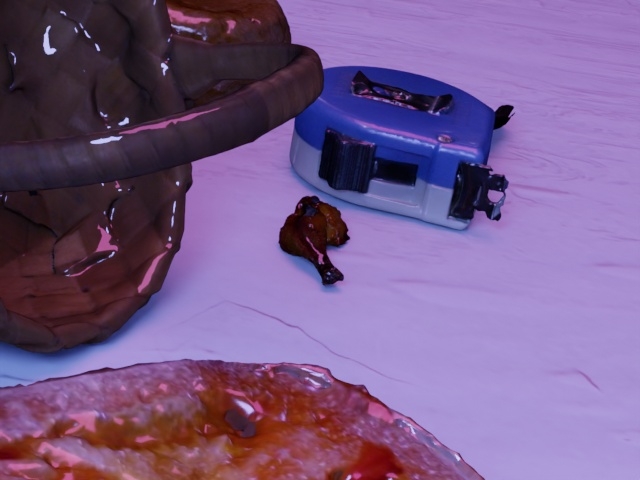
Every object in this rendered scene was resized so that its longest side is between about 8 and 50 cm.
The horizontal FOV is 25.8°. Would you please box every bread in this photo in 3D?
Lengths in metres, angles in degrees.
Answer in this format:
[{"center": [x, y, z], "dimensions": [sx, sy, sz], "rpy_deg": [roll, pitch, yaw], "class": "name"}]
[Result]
[{"center": [-0.143, -0.216, 1.502], "dimensions": [0.230, 0.123, 0.230], "rpy_deg": [13, 21, -5], "class": "bread"}]

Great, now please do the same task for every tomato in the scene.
[{"center": [-0.047, 0.197, 0.616], "dimensions": [0.338, 0.143, 0.338], "rpy_deg": [11, 27, -6], "class": "tomato"}]

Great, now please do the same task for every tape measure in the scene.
[{"center": [0.093, -0.126, 1.433], "dimensions": [0.215, 0.098, 0.351], "rpy_deg": [13, 22, 5], "class": "tape measure"}]

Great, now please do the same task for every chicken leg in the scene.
[{"center": [-0.005, -0.002, 1.202], "dimensions": [0.062, 0.037, 0.145], "rpy_deg": [23, 22, -4], "class": "chicken leg"}]

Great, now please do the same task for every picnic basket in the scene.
[{"center": [-0.152, -0.088, 0.943], "dimensions": [0.337, 0.337, 0.293], "rpy_deg": [20, 29, 22], "class": "picnic basket"}]
